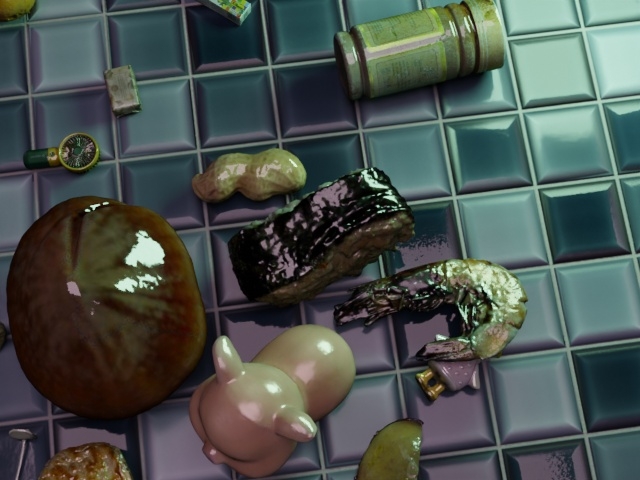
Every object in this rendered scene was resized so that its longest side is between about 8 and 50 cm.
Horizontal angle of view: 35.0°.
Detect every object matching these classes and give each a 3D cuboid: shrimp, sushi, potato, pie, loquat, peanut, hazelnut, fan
[{"bbox_3d":[0.211,0.139,1.918,0.365,0.071,0.233,-12,51,-3],"label":"shrimp"},{"bbox_3d":[0.000,0.000,1.922,0.350,0.211,0.170,-27,81,-2],"label":"sushi"},{"bbox_3d":[0.122,0.444,1.847,0.120,0.100,0.261,7,74,1],"label":"potato"},{"bbox_3d":[-0.420,0.470,1.846,0.179,0.084,0.205,-26,74,-9],"label":"pie"},{"bbox_3d":[-0.655,-0.518,2.099,0.141,0.141,0.141,0,74,0],"label":"loquat"},{"bbox_3d":[-0.142,-0.127,2.015,0.228,0.085,0.104,-4,78,0],"label":"peanut"},{"bbox_3d":[-0.383,0.116,1.830,0.359,0.359,0.409,-16,84,-5],"label":"hazelnut"},{"bbox_3d":[-0.521,-0.170,2.048,0.155,0.039,0.082,-5,75,0],"label":"fan"}]

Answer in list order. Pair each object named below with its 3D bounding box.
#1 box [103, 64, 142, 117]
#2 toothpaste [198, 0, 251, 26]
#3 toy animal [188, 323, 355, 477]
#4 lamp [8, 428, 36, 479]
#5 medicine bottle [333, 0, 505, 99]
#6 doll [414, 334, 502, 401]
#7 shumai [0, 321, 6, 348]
[{"bbox_3d":[-0.405,-0.306,2.084,0.062,0.045,0.098,-17,76,-4],"label":"box"},{"bbox_3d":[-0.225,-0.514,2.149,0.164,0.034,0.046,32,73,8],"label":"toothpaste"},{"bbox_3d":[-0.077,0.277,1.808,0.326,0.269,0.237,-42,73,-14],"label":"toy animal"},{"bbox_3d":[-0.563,0.447,1.871,0.050,0.056,0.198,6,78,-2],"label":"lamp"},{"bbox_3d":[0.197,-0.387,2.054,0.323,0.151,0.151,-14,75,-4],"label":"medicine bottle"},{"bbox_3d":[0.272,0.220,1.922,0.207,0.081,0.129,-35,81,-12],"label":"doll"},{"bbox_3d":[-0.667,0.176,1.931,0.124,0.099,0.087,-17,51,-28],"label":"shumai"}]
